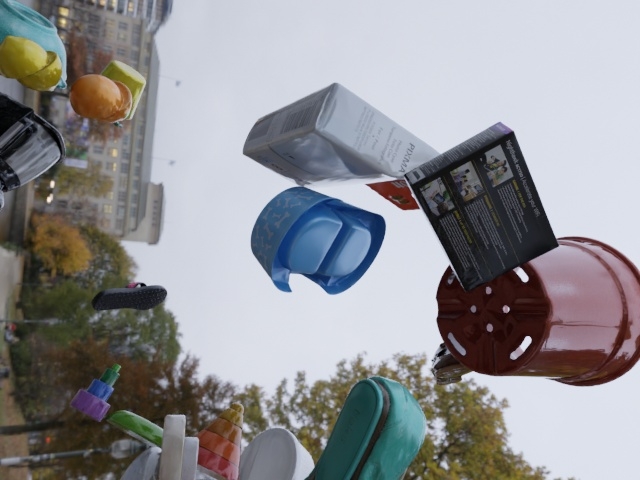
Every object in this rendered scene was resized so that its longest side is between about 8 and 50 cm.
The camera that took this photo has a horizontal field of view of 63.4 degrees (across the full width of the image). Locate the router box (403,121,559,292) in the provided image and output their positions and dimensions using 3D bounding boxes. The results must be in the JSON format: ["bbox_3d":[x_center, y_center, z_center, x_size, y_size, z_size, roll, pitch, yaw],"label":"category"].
[{"bbox_3d":[0.204,-0.036,0.650,0.133,0.178,0.046,-28,-154,9],"label":"router box"}]

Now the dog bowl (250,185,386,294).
[{"bbox_3d":[0.000,0.000,0.857,0.074,0.297,0.165,36,-78,31],"label":"dog bowl"}]

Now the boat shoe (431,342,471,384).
[{"bbox_3d":[0.245,0.230,0.993,0.207,0.073,0.073,83,1,-68],"label":"boat shoe"}]

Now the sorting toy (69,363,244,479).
[{"bbox_3d":[-0.281,0.312,0.945,0.126,0.366,0.127,-62,155,-29],"label":"sorting toy"}]

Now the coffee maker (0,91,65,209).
[{"bbox_3d":[-0.496,-0.119,0.745,0.120,0.171,0.178,97,19,-52],"label":"coffee maker"}]

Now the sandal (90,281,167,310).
[{"bbox_3d":[-0.388,0.109,1.060,0.040,0.179,0.067,45,-71,27],"label":"sandal"}]

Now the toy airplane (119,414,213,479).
[{"bbox_3d":[-0.208,0.436,0.641,0.384,0.273,0.385,-40,-121,51],"label":"toy airplane"}]

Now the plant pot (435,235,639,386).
[{"bbox_3d":[0.352,0.116,0.864,0.272,0.265,0.272,-9,-102,52],"label":"plant pot"}]

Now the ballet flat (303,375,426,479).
[{"bbox_3d":[0.019,0.239,0.460,0.247,0.087,0.083,-59,-154,2],"label":"ballet flat"}]

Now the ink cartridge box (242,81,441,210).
[{"bbox_3d":[0.085,-0.113,0.928,0.308,0.385,0.091,3,-113,62],"label":"ink cartridge box"}]

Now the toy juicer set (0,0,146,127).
[{"bbox_3d":[-0.377,-0.231,0.621,0.089,0.329,0.209,-52,-151,15],"label":"toy juicer set"}]

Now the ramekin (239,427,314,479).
[{"bbox_3d":[-0.138,0.728,1.592,0.273,0.127,0.272,-31,-148,22],"label":"ramekin"}]
